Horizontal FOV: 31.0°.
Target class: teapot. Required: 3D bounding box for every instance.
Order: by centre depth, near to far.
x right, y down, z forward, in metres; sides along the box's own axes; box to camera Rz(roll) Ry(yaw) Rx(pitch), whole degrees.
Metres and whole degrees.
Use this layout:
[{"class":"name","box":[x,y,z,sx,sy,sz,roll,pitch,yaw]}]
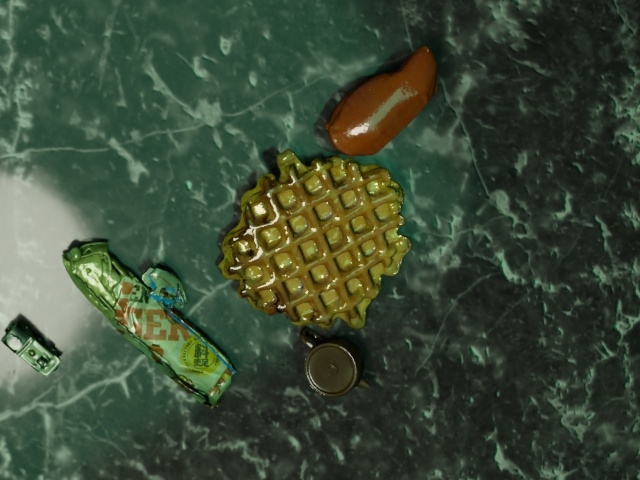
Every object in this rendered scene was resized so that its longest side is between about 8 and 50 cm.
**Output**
[{"class":"teapot","box":[0.018,0.160,1.549,0.121,0.068,0.076,42,108,8]}]

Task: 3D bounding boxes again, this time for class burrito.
[{"class":"burrito","box":[-0.208,0.096,1.497,0.288,0.054,0.104,44,86,-13]}]

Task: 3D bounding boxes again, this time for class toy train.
[{"class":"toy train","box":[-0.367,0.139,1.469,0.083,0.053,0.033,44,86,-12]}]

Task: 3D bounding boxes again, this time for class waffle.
[{"class":"waffle","box":[0.000,0.000,1.520,0.243,0.059,0.238,16,101,-15]}]

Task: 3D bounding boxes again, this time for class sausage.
[{"class":"sausage","box":[0.087,-0.179,1.514,0.179,0.089,0.089,-40,102,1]}]
